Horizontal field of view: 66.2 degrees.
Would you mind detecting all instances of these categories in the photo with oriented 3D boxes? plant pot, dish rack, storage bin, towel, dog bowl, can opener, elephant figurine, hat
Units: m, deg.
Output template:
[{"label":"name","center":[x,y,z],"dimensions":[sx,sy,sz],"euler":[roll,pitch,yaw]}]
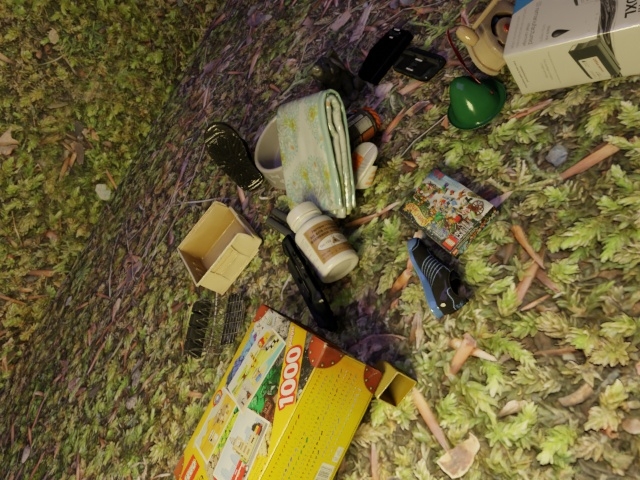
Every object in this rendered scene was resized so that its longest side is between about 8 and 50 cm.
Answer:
[{"label":"plant pot","center":[0.162,0.333,1.176],"dimensions":[0.081,0.081,0.083],"euler":[-52,35,3]},{"label":"dish rack","center":[-0.354,0.286,1.683],"dimensions":[0.271,0.074,0.208],"euler":[-16,56,33]},{"label":"storage bin","center":[-0.377,0.021,1.830],"dimensions":[0.260,0.123,0.262],"euler":[-51,42,5]},{"label":"towel","center":[-0.027,-0.262,1.546],"dimensions":[0.320,0.090,0.375],"euler":[8,108,56]},{"label":"dog bowl","center":[-0.107,-0.363,1.843],"dimensions":[0.348,0.102,0.349],"euler":[-23,51,32]},{"label":"can opener","center":[-0.096,-0.041,1.631],"dimensions":[0.283,0.095,0.076],"euler":[32,87,41]},{"label":"elephant figurine","center":[0.032,-0.601,1.762],"dimensions":[0.186,0.239,0.169],"euler":[19,78,47]},{"label":"hat","center":[0.392,-0.439,1.373],"dimensions":[0.173,0.183,0.208],"euler":[-44,43,12]}]

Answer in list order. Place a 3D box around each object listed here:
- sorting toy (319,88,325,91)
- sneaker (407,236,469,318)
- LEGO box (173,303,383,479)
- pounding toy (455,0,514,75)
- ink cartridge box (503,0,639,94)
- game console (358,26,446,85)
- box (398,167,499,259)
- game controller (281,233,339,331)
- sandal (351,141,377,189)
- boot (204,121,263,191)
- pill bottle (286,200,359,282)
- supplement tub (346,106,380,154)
[{"label":"sorting toy","center":[0.012,-0.554,1.898],"dimensions":[0.061,0.042,0.102],"euler":[-34,46,22]},{"label":"sneaker","center":[0.291,0.078,1.223],"dimensions":[0.090,0.081,0.232],"euler":[-30,54,21]},{"label":"LEGO box","center":[-0.120,0.456,1.215],"dimensions":[0.372,0.193,0.500],"euler":[13,74,60]},{"label":"pounding toy","center":[0.491,-0.563,1.324],"dimensions":[0.269,0.154,0.155],"euler":[-39,-2,-29]},{"label":"ink cartridge box","center":[0.686,-0.549,1.189],"dimensions":[0.394,0.166,0.286],"euler":[1,66,42]},{"label":"game console","center":[0.278,-0.616,1.697],"dimensions":[0.213,0.044,0.361],"euler":[-51,42,7]},{"label":"box","center":[0.333,-0.077,1.303],"dimensions":[0.159,0.044,0.233],"euler":[-49,42,7]},{"label":"game controller","center":[-0.033,0.118,1.427],"dimensions":[0.067,0.167,0.319],"euler":[-20,43,-12]},{"label":"sandal","center":[0.116,-0.190,1.558],"dimensions":[0.265,0.076,0.102],"euler":[-60,40,28]},{"label":"boot","center":[-0.361,-0.370,1.910],"dimensions":[0.131,0.348,0.260],"euler":[-27,50,0]},{"label":"pill bottle","center":[0.000,0.000,1.443],"dimensions":[0.131,0.131,0.229],"euler":[-42,65,14]},{"label":"supplement tub","center":[0.101,-0.350,1.595],"dimensions":[0.190,0.117,0.117],"euler":[-41,36,-26]}]
